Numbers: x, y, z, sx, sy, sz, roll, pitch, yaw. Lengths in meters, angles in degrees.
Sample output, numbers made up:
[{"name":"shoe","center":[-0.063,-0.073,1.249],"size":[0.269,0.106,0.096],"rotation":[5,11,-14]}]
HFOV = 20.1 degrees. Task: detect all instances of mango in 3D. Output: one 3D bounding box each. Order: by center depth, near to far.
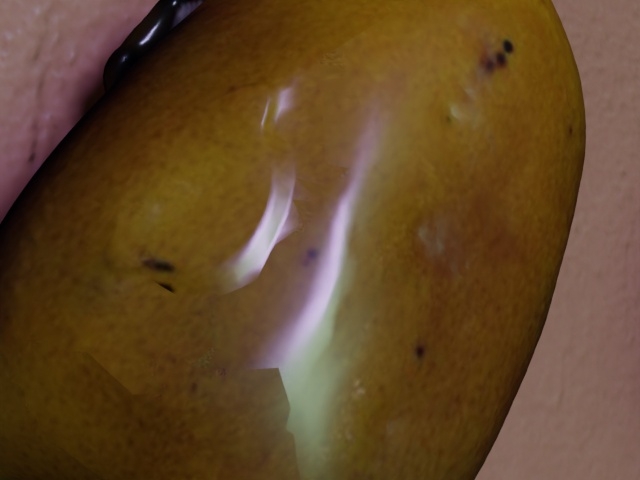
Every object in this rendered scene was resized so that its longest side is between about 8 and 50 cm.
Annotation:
[{"name":"mango","center":[0.000,0.000,0.673],"size":[0.201,0.152,0.287],"rotation":[47,58,-36]}]
